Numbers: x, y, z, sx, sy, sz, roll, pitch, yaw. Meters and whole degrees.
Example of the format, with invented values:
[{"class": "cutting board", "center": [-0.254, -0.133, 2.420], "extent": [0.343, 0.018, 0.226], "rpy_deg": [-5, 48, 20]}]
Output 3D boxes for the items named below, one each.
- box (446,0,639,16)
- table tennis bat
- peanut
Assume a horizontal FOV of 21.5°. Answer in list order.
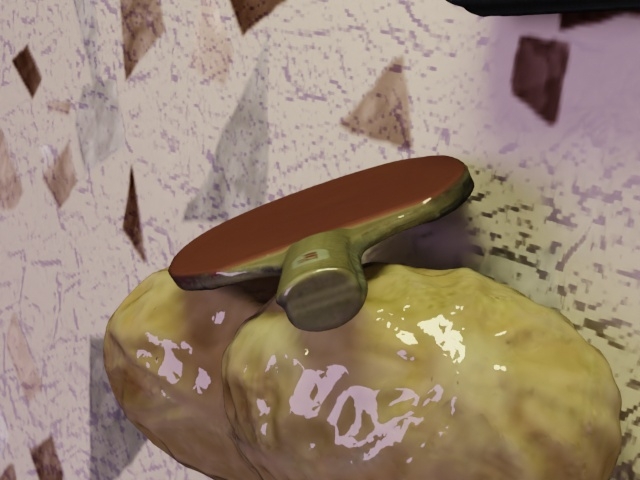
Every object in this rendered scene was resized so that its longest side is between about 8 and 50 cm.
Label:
[{"class": "box", "center": [0.118, -0.208, 0.695], "extent": [0.160, 0.050, 0.230], "rpy_deg": [8, 90, 55]}, {"class": "table tennis bat", "center": [0.000, 0.000, 0.705], "extent": [0.246, 0.138, 0.022], "rpy_deg": [-86, -23, -80]}, {"class": "peanut", "center": [0.001, 0.063, 0.738], "extent": [0.298, 0.136, 0.120], "rpy_deg": [5, 68, 56]}]
